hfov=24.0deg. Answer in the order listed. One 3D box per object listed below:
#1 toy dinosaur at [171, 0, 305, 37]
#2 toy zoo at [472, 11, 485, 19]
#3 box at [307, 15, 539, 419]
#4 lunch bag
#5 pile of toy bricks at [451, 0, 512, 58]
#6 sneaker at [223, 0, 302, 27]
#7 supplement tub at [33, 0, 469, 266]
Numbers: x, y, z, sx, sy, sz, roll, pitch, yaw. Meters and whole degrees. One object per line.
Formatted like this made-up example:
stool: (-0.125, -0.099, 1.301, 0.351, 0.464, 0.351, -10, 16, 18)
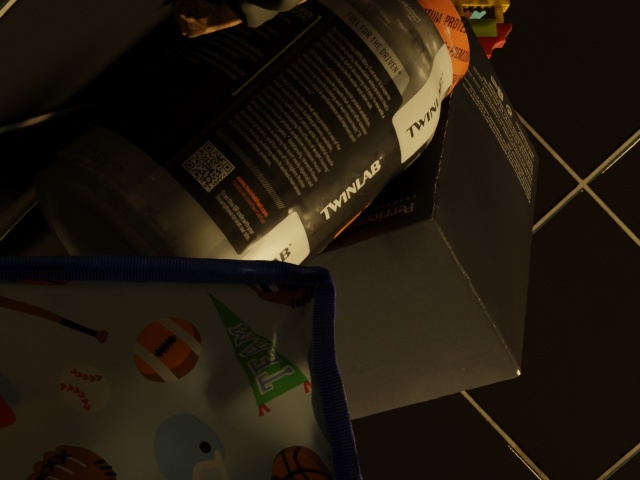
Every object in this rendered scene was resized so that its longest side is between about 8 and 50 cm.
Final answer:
toy dinosaur: (0.003, -0.182, 0.980, 0.211, 0.064, 0.112, -24, -152, 26)
toy zoo: (0.063, -0.228, 1.639, 0.192, 0.030, 0.293, 11, -137, 41)
box: (0.000, 0.000, 1.349, 0.343, 0.179, 0.312, -18, -149, 24)
lunch bag: (-0.210, 0.168, 0.952, 0.385, 0.239, 0.328, 6, 146, -27)
pile of toy bricks: (0.072, -0.188, 1.462, 0.212, 0.105, 0.118, -2, 166, -8)
sneaker: (-0.011, -0.186, 0.814, 0.130, 0.087, 0.227, -46, -176, 0)
supplement tub: (-0.043, -0.082, 1.137, 0.316, 0.193, 0.193, -44, -179, -20)
